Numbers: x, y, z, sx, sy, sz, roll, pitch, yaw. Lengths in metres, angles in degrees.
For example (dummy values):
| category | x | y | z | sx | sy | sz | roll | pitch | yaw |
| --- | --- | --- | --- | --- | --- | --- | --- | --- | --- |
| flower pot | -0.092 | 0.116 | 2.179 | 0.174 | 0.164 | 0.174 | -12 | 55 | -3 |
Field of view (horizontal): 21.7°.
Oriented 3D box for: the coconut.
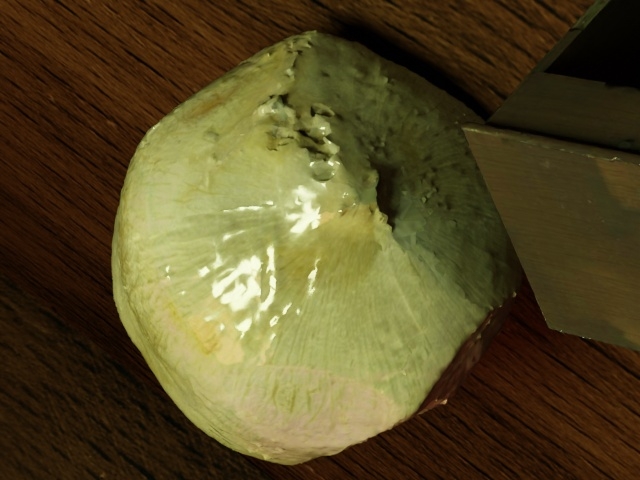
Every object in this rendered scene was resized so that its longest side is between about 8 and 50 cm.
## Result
| category | x | y | z | sx | sy | sz | roll | pitch | yaw |
| --- | --- | --- | --- | --- | --- | --- | --- | --- | --- |
| coconut | 0.000 | 0.000 | 1.563 | 0.405 | 0.404 | 0.404 | 33 | 153 | 19 |

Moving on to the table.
| category | x | y | z | sx | sy | sz | roll | pitch | yaw |
| --- | --- | --- | --- | --- | --- | --- | --- | --- | --- |
| table | 0.296 | -0.075 | 1.134 | 0.251 | 0.282 | 0.196 | 15 | 143 | 45 |
